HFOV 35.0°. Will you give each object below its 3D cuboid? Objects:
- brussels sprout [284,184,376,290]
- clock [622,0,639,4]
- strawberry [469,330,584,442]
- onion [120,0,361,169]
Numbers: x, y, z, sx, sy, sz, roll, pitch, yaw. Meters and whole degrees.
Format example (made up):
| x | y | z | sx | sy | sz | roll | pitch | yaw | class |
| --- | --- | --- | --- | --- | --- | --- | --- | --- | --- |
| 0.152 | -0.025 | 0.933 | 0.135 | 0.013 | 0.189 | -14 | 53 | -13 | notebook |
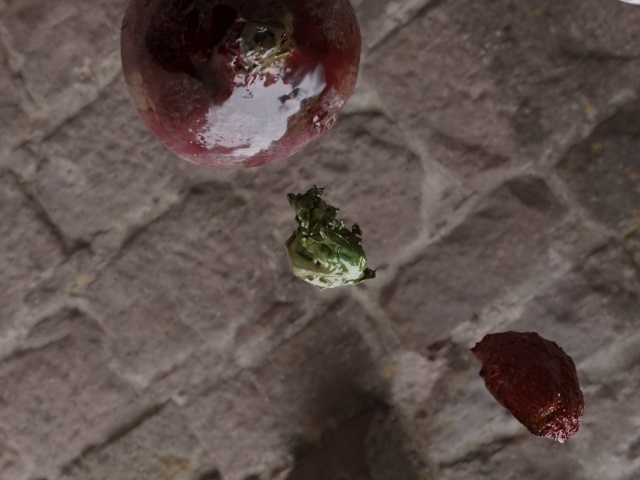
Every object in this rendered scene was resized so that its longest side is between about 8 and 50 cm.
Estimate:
| x | y | z | sx | sy | sz | roll | pitch | yaw | class |
| --- | --- | --- | --- | --- | --- | --- | --- | --- | --- |
| 0.000 | 0.000 | 0.742 | 0.058 | 0.085 | 0.085 | -22 | 179 | 6 | brussels sprout |
| 0.338 | -0.347 | 1.147 | 0.191 | 0.151 | 0.062 | -47 | 161 | -41 | clock |
| 0.240 | 0.159 | 1.153 | 0.082 | 0.146 | 0.187 | -61 | -177 | 19 | strawberry |
| -0.046 | -0.117 | 0.633 | 0.159 | 0.159 | 0.195 | -33 | -164 | -5 | onion |
